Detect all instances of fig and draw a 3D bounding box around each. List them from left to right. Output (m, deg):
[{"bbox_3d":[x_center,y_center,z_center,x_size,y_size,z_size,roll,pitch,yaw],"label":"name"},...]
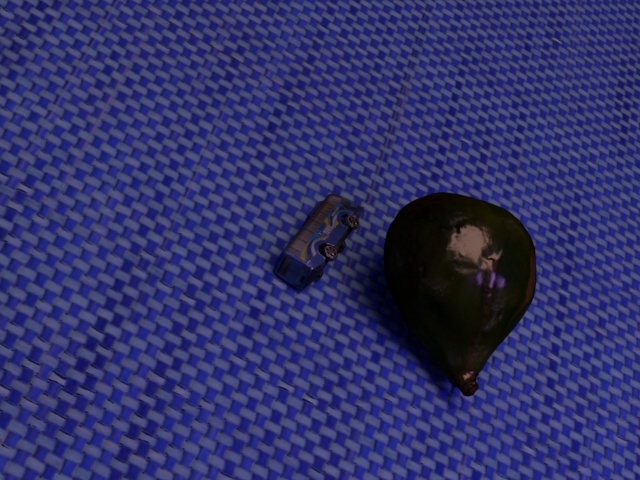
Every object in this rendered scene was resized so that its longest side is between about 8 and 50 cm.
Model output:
[{"bbox_3d":[0.161,0.062,1.857,0.195,0.195,0.245,13,82,-26],"label":"fig"}]

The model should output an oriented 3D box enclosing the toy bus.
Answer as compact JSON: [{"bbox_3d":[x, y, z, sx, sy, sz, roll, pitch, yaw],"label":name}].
[{"bbox_3d":[0.000,0.000,1.875,0.061,0.051,0.153,33,41,3],"label":"toy bus"}]
